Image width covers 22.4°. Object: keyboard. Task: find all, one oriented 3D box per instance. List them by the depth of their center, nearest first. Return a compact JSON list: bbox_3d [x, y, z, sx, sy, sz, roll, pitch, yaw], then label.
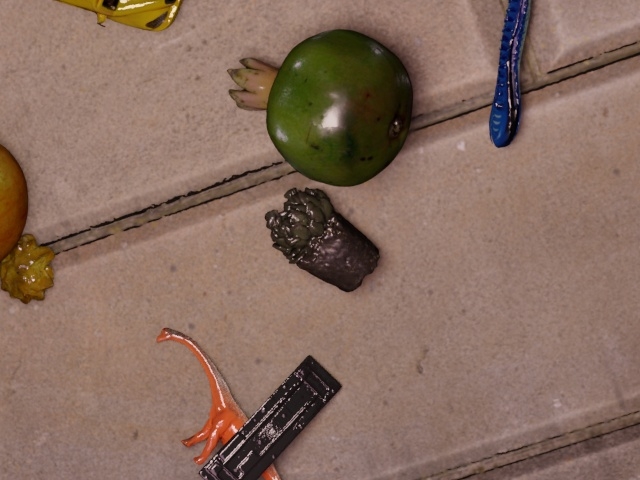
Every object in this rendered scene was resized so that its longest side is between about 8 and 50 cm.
[{"bbox_3d":[-0.062,0.237,2.025,0.061,0.013,0.204,44,81,-7],"label":"keyboard"}]

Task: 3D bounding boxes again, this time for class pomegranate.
[{"bbox_3d":[-0.004,-0.163,1.896,0.225,0.187,0.187,18,104,23],"label":"pomegranate"}]

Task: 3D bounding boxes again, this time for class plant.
[{"bbox_3d":[0.000,0.000,1.968,0.143,0.092,0.094,40,110,-12],"label":"plant"}]

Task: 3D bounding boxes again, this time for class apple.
[{"bbox_3d":[-0.453,-0.040,1.937,0.195,0.196,0.196,1,103,3],"label":"apple"}]

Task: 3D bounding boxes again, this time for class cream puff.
[{"bbox_3d":[-0.367,0.036,2.008,0.083,0.058,0.083,42,103,-4],"label":"cream puff"}]

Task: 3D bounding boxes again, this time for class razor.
[{"bbox_3d":[0.228,-0.270,1.911,0.056,0.093,0.324,-12,109,-30],"label":"razor"}]

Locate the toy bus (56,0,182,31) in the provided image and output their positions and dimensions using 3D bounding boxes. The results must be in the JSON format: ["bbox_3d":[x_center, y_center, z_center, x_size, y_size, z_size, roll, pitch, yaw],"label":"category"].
[{"bbox_3d":[-0.318,-0.344,1.872,0.331,0.151,0.145,16,101,0],"label":"toy bus"}]

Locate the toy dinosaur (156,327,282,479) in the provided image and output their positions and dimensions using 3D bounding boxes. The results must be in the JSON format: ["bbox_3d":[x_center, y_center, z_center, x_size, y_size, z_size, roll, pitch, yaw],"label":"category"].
[{"bbox_3d":[-0.128,0.237,2.045,0.101,0.055,0.279,-43,97,-4],"label":"toy dinosaur"}]
